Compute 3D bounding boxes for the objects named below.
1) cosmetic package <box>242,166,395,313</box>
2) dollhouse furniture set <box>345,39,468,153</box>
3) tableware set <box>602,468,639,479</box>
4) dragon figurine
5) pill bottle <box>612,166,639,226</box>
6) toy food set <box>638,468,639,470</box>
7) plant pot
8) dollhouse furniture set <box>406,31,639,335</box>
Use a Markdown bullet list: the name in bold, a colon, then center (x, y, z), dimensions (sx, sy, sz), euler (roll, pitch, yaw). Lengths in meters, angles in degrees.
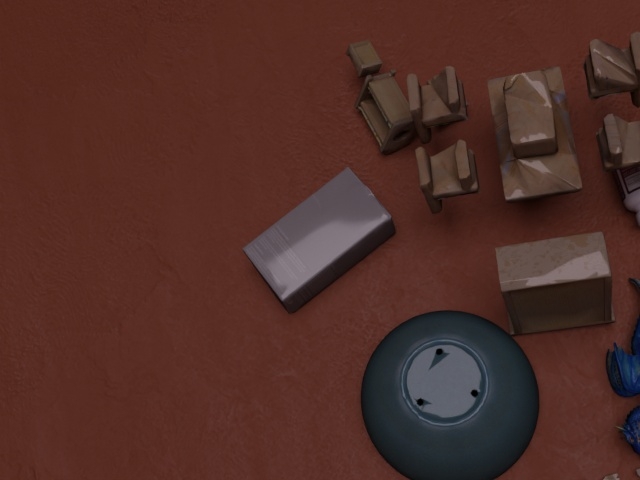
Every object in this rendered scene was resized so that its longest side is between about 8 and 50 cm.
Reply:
- **cosmetic package**: center (0.000, 0.000, 1.635), dimensions (0.238, 0.107, 0.127), euler (-35, 70, -5)
- **dollhouse furniture set**: center (0.148, -0.270, 1.716), dimensions (0.161, 0.101, 0.181), euler (-18, 68, -22)
- **tableware set**: center (0.488, 0.410, 1.438), dimensions (0.194, 0.039, 0.128), euler (-21, 70, 13)
- **dragon figurine**: center (0.499, 0.197, 1.493), dimensions (0.144, 0.085, 0.289), euler (-18, 72, 4)
- **pill bottle**: center (0.536, -0.102, 1.580), dimensions (0.086, 0.086, 0.152), euler (-15, 72, 5)
- **toy food set**: center (0.562, 0.374, 1.464), dimensions (0.078, 0.019, 0.122), euler (-41, 63, -4)
- **plant pot**: center (0.196, 0.235, 1.477), dimensions (0.290, 0.195, 0.290), euler (-3, 73, 9)
- **dollhouse furniture set**: center (0.353, -0.078, 1.516), dimensions (0.362, 0.256, 0.394), euler (-9, 67, 13)
